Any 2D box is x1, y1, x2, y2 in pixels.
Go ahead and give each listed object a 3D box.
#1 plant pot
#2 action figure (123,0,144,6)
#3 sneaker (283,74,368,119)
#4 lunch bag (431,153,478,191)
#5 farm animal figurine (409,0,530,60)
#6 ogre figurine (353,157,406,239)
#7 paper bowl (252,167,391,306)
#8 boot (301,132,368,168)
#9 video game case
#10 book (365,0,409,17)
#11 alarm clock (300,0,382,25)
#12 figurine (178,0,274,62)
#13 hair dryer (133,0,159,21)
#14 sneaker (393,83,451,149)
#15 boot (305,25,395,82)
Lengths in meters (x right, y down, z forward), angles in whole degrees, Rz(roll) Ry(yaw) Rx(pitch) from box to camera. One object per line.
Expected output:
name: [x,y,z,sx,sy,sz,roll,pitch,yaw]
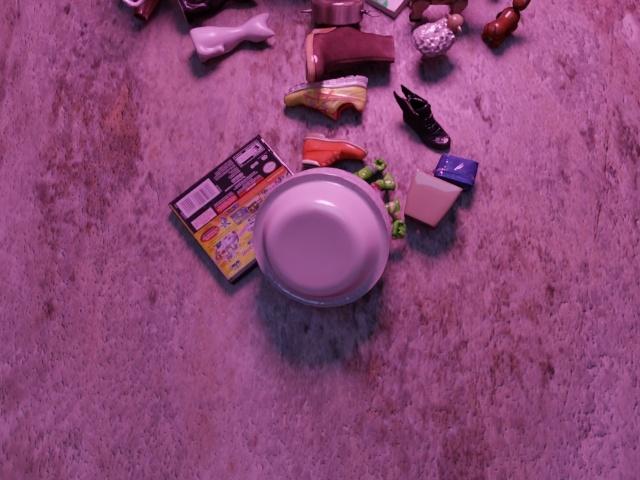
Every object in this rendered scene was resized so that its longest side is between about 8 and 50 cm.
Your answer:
plant pot: [0.238,-0.083,1.103,0.109,0.109,0.096,25,90,10]
action figure: [-0.313,-0.735,1.137,0.370,0.248,0.275,-3,41,33]
sneaker: [0.012,-0.334,1.197,0.209,0.081,0.094,-4,102,16]
lunch bag: [0.300,-0.148,1.129,0.099,0.067,0.065,15,77,8]
farm animal figurine: [0.338,-0.624,1.170,0.327,0.172,0.330,-16,82,-3]
ogre figurine: [0.113,-0.092,1.118,0.118,0.097,0.196,-8,87,-9]
paper bowl: [0.000,0.000,1.020,0.285,0.148,0.284,3,106,10]
boot: [0.031,-0.197,1.173,0.158,0.059,0.084,11,80,16]
video game case: [-0.174,-0.077,1.168,0.275,0.035,0.248,-39,76,-6]
book: [0.195,-0.652,1.286,0.096,0.035,0.144,36,83,16]
alarm clock: [0.060,-0.571,1.224,0.192,0.064,0.129,18,42,16]
figurine: [-0.238,-0.572,1.275,0.210,0.092,0.214,-19,76,-5]
hair dryer: [-0.507,-0.705,1.347,0.224,0.080,0.293,-32,69,12]
sneaker: [0.237,-0.284,1.157,0.051,0.089,0.170,-43,76,-6]
boot: [0.072,-0.439,1.168,0.207,0.090,0.248,6,44,3]
